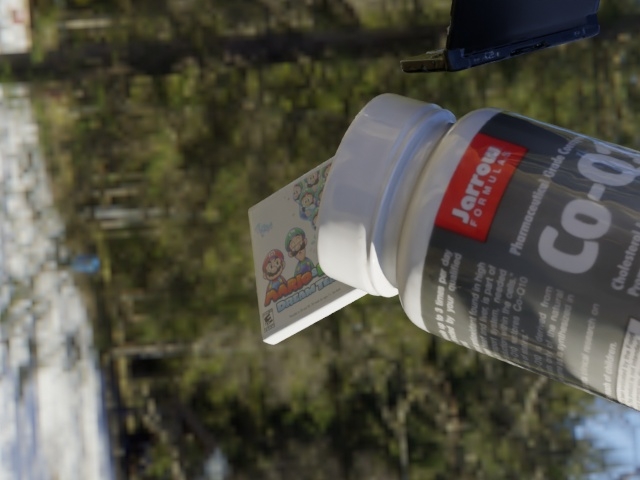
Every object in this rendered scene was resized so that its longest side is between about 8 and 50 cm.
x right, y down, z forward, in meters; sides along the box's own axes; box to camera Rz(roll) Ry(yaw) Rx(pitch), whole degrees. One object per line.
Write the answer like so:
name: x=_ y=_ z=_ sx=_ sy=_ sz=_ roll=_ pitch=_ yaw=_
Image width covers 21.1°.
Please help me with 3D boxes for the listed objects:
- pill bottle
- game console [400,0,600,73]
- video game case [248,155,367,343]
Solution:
pill bottle: x=0.150 y=0.005 z=1.135 sx=0.161 sy=0.283 sz=0.161 roll=-50 pitch=151 yaw=-42
game console: x=0.122 y=-0.158 z=1.139 sx=0.107 sy=0.122 sz=0.071 roll=9 pitch=-68 yaw=63
video game case: x=0.000 y=0.000 z=1.546 sx=0.019 sy=0.157 sz=0.143 roll=24 pitch=47 yaw=-42
